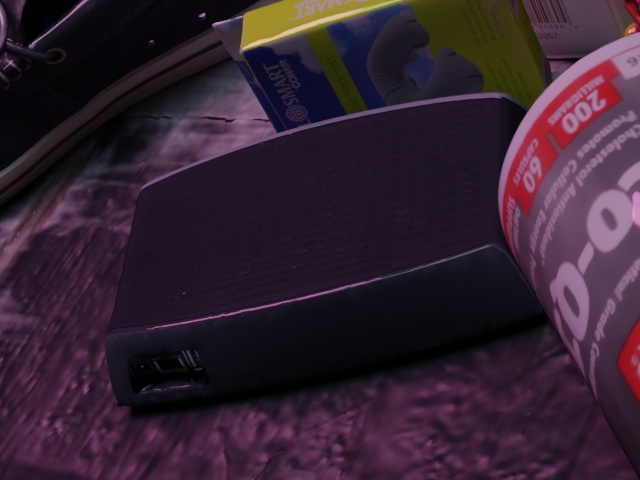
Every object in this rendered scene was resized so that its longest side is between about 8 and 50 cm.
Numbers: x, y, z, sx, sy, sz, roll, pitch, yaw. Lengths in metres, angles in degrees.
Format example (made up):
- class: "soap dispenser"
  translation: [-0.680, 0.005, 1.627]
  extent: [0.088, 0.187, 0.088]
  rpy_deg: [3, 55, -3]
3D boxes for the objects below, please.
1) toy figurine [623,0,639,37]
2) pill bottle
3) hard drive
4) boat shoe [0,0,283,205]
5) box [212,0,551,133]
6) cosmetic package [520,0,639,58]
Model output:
- class: "toy figurine"
  translation: [0.202, -0.131, 1.010]
  extent: [0.130, 0.159, 0.173]
  rpy_deg: [-34, 38, -5]
- class: "pill bottle"
  translation: [0.194, 0.041, 0.823]
  extent: [0.161, 0.161, 0.283]
  rpy_deg: [-27, 38, 3]
- class: "hard drive"
  translation: [0.000, 0.000, 1.078]
  extent: [0.254, 0.054, 0.172]
  rpy_deg: [-14, 41, 20]
- class: "boat shoe"
  translation: [-0.204, -0.148, 1.294]
  extent: [0.500, 0.156, 0.187]
  rpy_deg: [-30, 40, 2]
- class: "box"
  translation: [0.036, -0.105, 1.127]
  extent: [0.178, 0.109, 0.042]
  rpy_deg: [-15, 42, 18]
- class: "cosmetic package"
  translation: [0.173, -0.220, 1.190]
  extent: [0.117, 0.085, 0.231]
  rpy_deg: [5, 48, 36]
